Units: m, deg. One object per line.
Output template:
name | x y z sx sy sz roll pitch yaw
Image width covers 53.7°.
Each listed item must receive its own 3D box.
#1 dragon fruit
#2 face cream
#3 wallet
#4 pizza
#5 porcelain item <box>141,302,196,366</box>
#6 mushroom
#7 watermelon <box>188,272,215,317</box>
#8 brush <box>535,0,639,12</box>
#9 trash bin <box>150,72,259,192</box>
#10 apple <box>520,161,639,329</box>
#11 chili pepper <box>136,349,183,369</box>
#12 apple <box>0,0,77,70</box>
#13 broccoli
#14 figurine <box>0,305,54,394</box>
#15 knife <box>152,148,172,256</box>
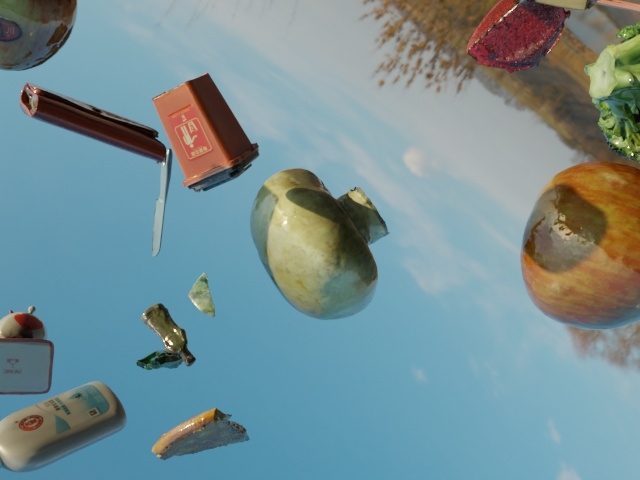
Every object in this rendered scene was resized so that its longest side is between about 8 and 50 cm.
dragon fruit | 0.498 -0.541 1.563 0.162 0.261 0.189 16 -131 -37
face cream | -0.589 0.405 1.320 0.336 0.080 0.163 -18 -147 -38
wallet | -0.350 -0.183 0.981 0.204 0.045 0.142 18 -169 -36
pizza | -0.201 0.356 1.183 0.195 0.185 0.052 25 -141 -52
porcelain item | -0.442 0.287 1.898 0.215 0.081 0.069 44 162 20
mushroom | 0.000 0.000 1.327 0.352 0.260 0.352 57 180 0
watermelon | -0.386 0.192 2.086 0.180 0.081 0.094 -117 4 -55
brush | 0.560 -0.482 1.265 0.233 0.047 0.103 21 -148 25
trash bin | -0.259 -0.252 1.449 0.239 0.161 0.184 64 -155 -14
apple | 0.479 0.015 1.053 0.249 0.278 0.309 12 179 32
chili pepper | -0.476 0.360 1.920 0.224 0.097 0.061 49 -148 -75
apple | -0.341 -0.255 0.682 0.146 0.131 0.146 24 -156 -12
broccoli | 0.577 -0.256 1.058 0.274 0.308 0.308 -1 -144 -12
figurine | -0.762 0.252 1.589 0.183 0.160 0.226 6 -156 -21
knife | -0.425 -0.095 1.681 0.044 0.313 0.019 25 -157 33
